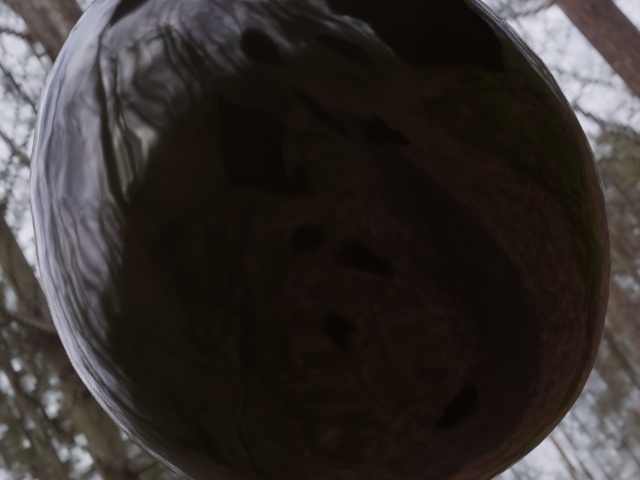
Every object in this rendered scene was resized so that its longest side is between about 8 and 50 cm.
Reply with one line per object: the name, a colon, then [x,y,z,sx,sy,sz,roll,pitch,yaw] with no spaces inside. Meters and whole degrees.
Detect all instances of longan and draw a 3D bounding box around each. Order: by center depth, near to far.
longan: [0.000,0.000,0.509,0.198,0.198,0.212,-28,-26,-11]
